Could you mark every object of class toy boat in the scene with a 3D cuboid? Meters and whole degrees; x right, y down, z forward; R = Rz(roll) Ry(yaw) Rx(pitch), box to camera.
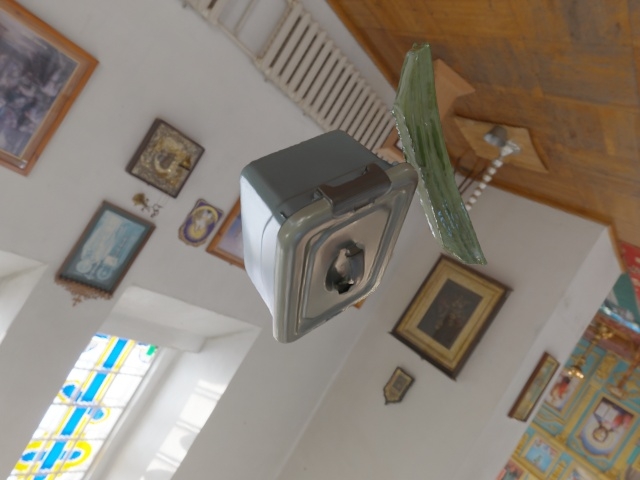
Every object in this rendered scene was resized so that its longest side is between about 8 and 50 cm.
[{"bbox_3d":[0.144,-0.092,0.550,0.093,0.055,0.293,-105,-8,-66],"label":"toy boat"}]

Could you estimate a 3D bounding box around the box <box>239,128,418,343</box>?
[{"bbox_3d":[0.000,0.000,0.479,0.130,0.162,0.227,49,151,27],"label":"box"}]
